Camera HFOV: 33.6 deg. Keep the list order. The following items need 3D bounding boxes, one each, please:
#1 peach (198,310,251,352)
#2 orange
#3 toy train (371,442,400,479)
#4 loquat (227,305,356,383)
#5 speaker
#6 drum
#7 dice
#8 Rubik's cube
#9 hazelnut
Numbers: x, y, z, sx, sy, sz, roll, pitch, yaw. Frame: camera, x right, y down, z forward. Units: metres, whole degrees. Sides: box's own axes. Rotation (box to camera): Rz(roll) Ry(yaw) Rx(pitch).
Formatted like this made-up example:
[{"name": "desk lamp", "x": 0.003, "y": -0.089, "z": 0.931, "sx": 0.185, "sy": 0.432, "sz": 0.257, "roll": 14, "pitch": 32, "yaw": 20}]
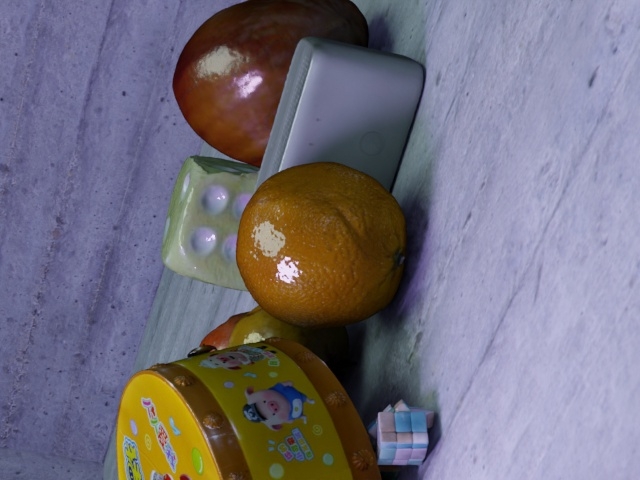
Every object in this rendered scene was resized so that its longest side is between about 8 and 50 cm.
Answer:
[{"name": "peach", "x": -0.120, "y": 0.233, "z": 1.894, "sx": 0.235, "sy": 0.214, "sz": 0.214, "roll": 159, "pitch": 123, "yaw": -84}, {"name": "orange", "x": 0.005, "y": 0.009, "z": 1.550, "sx": 0.264, "sy": 0.264, "sz": 0.264, "roll": -167, "pitch": 90, "yaw": -74}, {"name": "toy train", "x": 0.071, "y": 0.326, "z": 1.446, "sx": 0.103, "sy": 0.044, "sz": 0.064, "roll": -68, "pitch": 29, "yaw": 29}, {"name": "loquat", "x": -0.051, "y": 0.193, "z": 1.682, "sx": 0.213, "sy": 0.213, "sz": 0.213, "roll": -167, "pitch": 90, "yaw": -74}, {"name": "speaker", "x": 0.011, "y": -0.125, "z": 1.739, "sx": 0.183, "sy": 0.184, "sz": 0.406, "roll": -125, "pitch": 50, "yaw": -68}, {"name": "drum", "x": -0.108, "y": 0.349, "z": 1.443, "sx": 0.431, "sy": 0.214, "sz": 0.431, "roll": 27, "pitch": 122, "yaw": 53}, {"name": "dice", "x": -0.189, "y": -0.038, "z": 2.231, "sx": 0.250, "sy": 0.251, "sz": 0.255, "roll": -155, "pitch": 77, "yaw": -73}, {"name": "Rubik's cube", "x": 0.100, "y": 0.242, "z": 1.344, "sx": 0.084, "sy": 0.075, "sz": 0.073, "roll": 120, "pitch": 154, "yaw": -49}, {"name": "hazelnut", "x": -0.077, "y": -0.301, "z": 1.940, "sx": 0.366, "sy": 0.365, "sz": 0.366, "roll": -167, "pitch": 90, "yaw": -74}]
